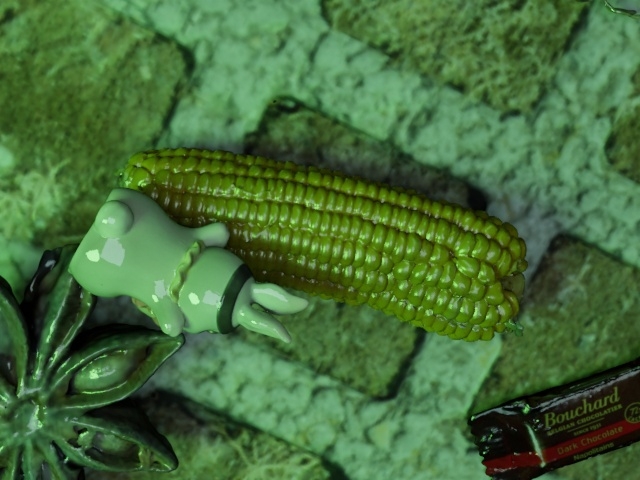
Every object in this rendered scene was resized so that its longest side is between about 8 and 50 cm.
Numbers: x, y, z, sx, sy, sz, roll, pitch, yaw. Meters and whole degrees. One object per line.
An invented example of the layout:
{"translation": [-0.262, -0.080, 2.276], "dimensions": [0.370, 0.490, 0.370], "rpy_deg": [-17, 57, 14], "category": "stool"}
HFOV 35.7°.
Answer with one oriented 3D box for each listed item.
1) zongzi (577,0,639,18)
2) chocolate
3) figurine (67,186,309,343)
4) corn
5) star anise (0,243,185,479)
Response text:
{"translation": [0.239, -0.270, 0.619], "dimensions": [0.111, 0.241, 0.248], "rpy_deg": [13, 99, -8], "category": "zongzi"}
{"translation": [0.213, 0.143, 0.803], "dimensions": [0.182, 0.028, 0.086], "rpy_deg": [-23, 109, 0], "category": "chocolate"}
{"translation": [-0.087, 0.023, 0.662], "dimensions": [0.146, 0.098, 0.081], "rpy_deg": [29, 83, -12], "category": "figurine"}
{"translation": [0.002, -0.004, 0.719], "dimensions": [0.312, 0.102, 0.102], "rpy_deg": [15, 99, -8], "category": "corn"}
{"translation": [-0.216, 0.110, 0.717], "dimensions": [0.236, 0.109, 0.223], "rpy_deg": [-40, 115, -3], "category": "star anise"}
